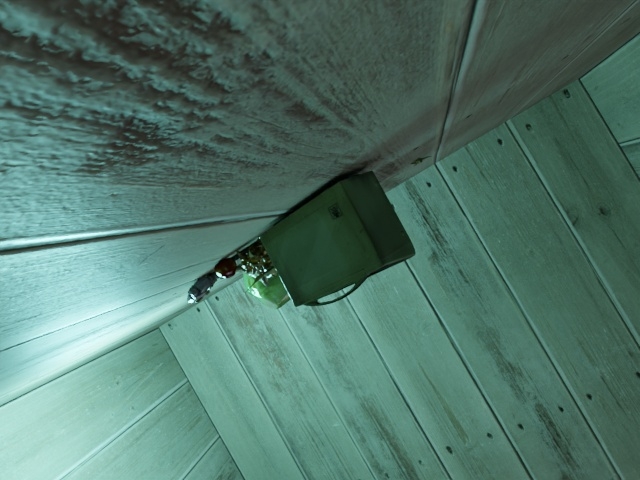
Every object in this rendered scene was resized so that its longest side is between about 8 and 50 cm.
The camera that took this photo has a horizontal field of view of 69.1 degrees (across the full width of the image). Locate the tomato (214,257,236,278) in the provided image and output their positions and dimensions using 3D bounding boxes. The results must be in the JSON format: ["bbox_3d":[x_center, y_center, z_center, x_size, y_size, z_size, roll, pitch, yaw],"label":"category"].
[{"bbox_3d":[-0.364,0.109,1.794,0.087,0.075,0.087,-30,-178,1],"label":"tomato"}]

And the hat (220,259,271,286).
[{"bbox_3d":[-0.318,0.102,2.062,0.164,0.219,0.226,-102,-151,-55],"label":"hat"}]

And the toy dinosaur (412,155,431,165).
[{"bbox_3d":[0.490,-0.393,2.284,0.113,0.026,0.041,-20,-168,40],"label":"toy dinosaur"}]

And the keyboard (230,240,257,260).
[{"bbox_3d":[-0.267,0.025,1.860,0.231,0.023,0.072,-31,180,29],"label":"keyboard"}]

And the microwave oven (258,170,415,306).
[{"bbox_3d":[0.056,0.007,1.530,0.394,0.333,0.247,-30,175,37],"label":"microwave oven"}]

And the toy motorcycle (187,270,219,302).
[{"bbox_3d":[-0.518,0.207,2.023,0.225,0.073,0.152,-42,179,38],"label":"toy motorcycle"}]

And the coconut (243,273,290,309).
[{"bbox_3d":[-0.239,0.182,2.300,0.328,0.328,0.281,-31,174,21],"label":"coconut"}]

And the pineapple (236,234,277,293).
[{"bbox_3d":[-0.156,0.046,1.735,0.335,0.158,0.161,-20,154,-19],"label":"pineapple"}]
